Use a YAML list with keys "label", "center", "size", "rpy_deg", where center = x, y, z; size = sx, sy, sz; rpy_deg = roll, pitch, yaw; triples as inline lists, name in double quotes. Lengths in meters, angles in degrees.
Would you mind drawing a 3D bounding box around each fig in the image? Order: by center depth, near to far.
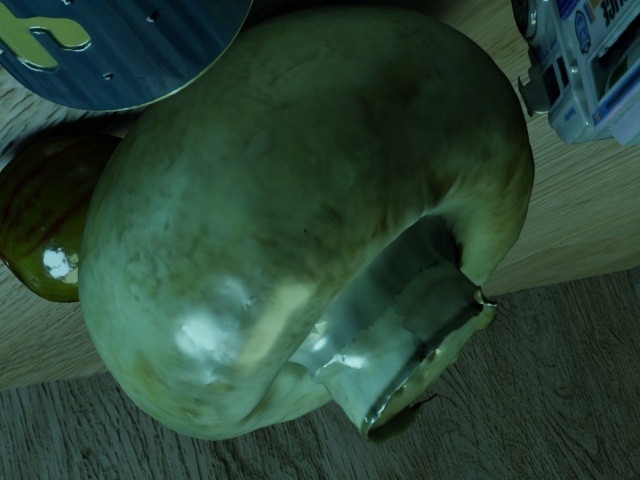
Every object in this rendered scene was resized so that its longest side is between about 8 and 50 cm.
- label: "fig"
  center: [-0.143, -0.045, 1.059]
  size: [0.236, 0.124, 0.124]
  rpy_deg: [-31, 176, -20]

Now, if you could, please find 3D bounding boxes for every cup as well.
- label: "cup"
  center: [-0.124, -0.137, 0.532]
  size: [0.176, 0.131, 0.155]
  rpy_deg: [9, 170, 12]

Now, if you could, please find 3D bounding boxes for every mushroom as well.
- label: "mushroom"
  center: [0.000, 0.000, 0.937]
  size: [0.352, 0.260, 0.352]
  rpy_deg: [-38, 159, -18]

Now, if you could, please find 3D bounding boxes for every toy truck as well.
- label: "toy truck"
  center: [0.200, -0.134, 0.817]
  size: [0.124, 0.155, 0.268]
  rpy_deg: [-10, 169, -5]
